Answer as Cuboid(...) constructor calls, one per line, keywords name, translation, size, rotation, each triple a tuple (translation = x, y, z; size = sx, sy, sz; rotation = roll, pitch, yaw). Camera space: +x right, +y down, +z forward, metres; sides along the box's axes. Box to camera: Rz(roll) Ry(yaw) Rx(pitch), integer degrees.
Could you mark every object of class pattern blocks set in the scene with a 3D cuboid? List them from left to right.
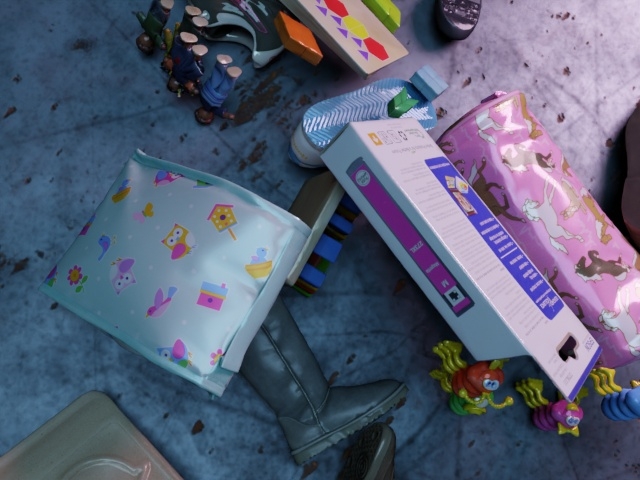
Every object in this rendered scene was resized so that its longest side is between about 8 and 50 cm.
Cuboid(name="pattern blocks set", translation=(0.025, -0.293, 0.925), size=(0.324, 0.026, 0.285), rotation=(52, 40, 9))

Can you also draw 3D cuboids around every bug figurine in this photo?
Cuboid(name="bug figurine", translation=(0.260, 0.191, 0.851), size=(0.279, 0.216, 0.072), rotation=(10, 68, -6))

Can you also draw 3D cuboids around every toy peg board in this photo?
Cuboid(name="toy peg board", translation=(0.000, 0.000, 0.891), size=(0.079, 0.161, 0.161), rotation=(32, 77, -16))

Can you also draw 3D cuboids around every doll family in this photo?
Cuboid(name="doll family", translation=(-0.180, -0.238, 0.937), size=(0.076, 0.111, 0.193), rotation=(-13, 66, -42))

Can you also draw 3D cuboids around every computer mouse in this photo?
Cuboid(name="computer mouse", translation=(0.213, -0.402, 1.047), size=(0.071, 0.041, 0.242), rotation=(17, 71, -12))

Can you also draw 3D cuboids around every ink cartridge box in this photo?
Cuboid(name="ink cartridge box", translation=(0.166, 0.014, 0.801), size=(0.371, 0.176, 0.069), rotation=(52, 121, 12))

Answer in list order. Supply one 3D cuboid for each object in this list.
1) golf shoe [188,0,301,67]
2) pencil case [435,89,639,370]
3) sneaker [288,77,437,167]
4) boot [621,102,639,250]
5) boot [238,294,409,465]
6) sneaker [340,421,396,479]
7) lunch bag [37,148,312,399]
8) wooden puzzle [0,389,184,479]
Cuboid(name="golf shoe", translation=(-0.154, -0.352, 0.961), size=(0.273, 0.105, 0.120), rotation=(31, 84, 0))
Cuboid(name="pencil case", translation=(0.300, -0.016, 0.921), size=(0.160, 0.167, 0.386), rotation=(-40, 84, 32))
Cuboid(name="sneaker", translation=(0.059, -0.159, 0.960), size=(0.229, 0.092, 0.087), rotation=(-16, 79, -29))
Cuboid(name="boot", translation=(0.498, -0.104, 1.001), size=(0.112, 0.115, 0.305), rotation=(7, 58, 36))
Cuboid(name="boot", translation=(-0.012, 0.158, 0.904), size=(0.190, 0.076, 0.208), rotation=(-27, 77, -13))
Cuboid(name="sneaker", translation=(0.065, 0.315, 0.870), size=(0.071, 0.066, 0.188), rotation=(18, 101, -17))
Cuboid(name="lunch bag", translation=(-0.155, 0.038, 0.819), size=(0.262, 0.160, 0.223), rotation=(22, 75, 32))
Cuboid(name="wooden puzzle", translation=(-0.266, 0.395, 0.772), size=(0.348, 0.080, 0.322), rotation=(46, 56, 8))
